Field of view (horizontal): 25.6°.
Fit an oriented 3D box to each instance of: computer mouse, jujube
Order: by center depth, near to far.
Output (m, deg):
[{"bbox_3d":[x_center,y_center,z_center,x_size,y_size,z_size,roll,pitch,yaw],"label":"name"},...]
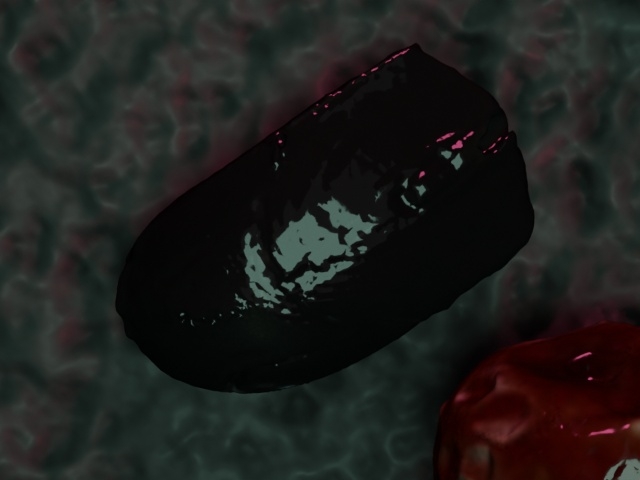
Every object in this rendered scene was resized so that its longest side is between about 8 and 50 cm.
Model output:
[{"bbox_3d":[0.000,0.000,0.684,0.217,0.073,0.122,-33,107,3],"label":"computer mouse"},{"bbox_3d":[0.146,0.152,0.709,0.155,0.155,0.230,-20,114,0],"label":"jujube"}]
